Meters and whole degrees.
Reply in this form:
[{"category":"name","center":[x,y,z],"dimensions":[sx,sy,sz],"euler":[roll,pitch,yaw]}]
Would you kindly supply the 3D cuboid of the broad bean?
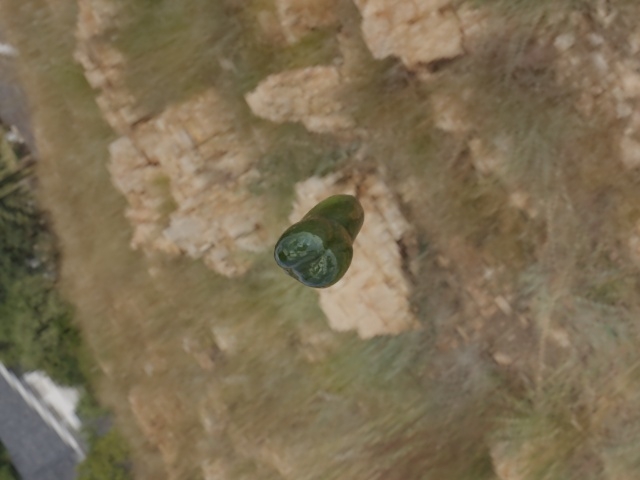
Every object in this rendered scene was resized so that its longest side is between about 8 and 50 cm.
[{"category":"broad bean","center":[0.000,0.000,0.737],"dimensions":[0.045,0.083,0.063],"euler":[41,113,-7]}]
